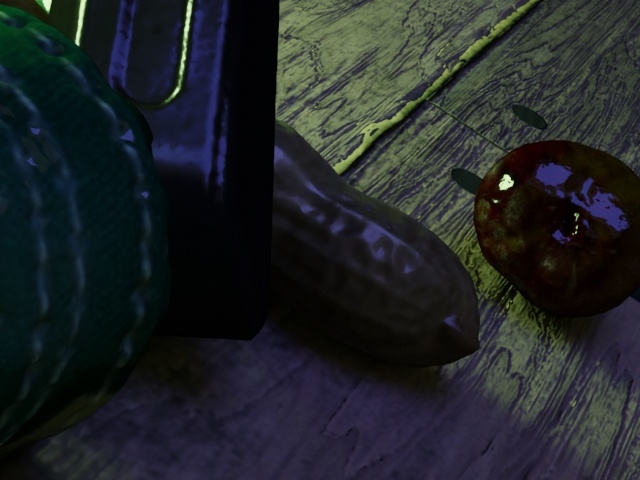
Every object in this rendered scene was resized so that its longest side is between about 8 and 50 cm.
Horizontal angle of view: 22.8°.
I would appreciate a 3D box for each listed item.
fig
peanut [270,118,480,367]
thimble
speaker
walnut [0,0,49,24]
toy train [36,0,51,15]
[{"bbox_3d":[0.246,-0.016,1.500,0.170,0.145,0.274,40,16,15],"label":"fig"},{"bbox_3d":[0.000,0.000,1.246,0.298,0.120,0.136,36,13,4],"label":"peanut"},{"bbox_3d":[-0.229,-0.011,0.902,0.288,0.254,0.167,40,29,23],"label":"thimble"},{"bbox_3d":[-0.115,-0.139,1.113,0.180,0.184,0.388,4,59,-4],"label":"speaker"},{"bbox_3d":[-0.299,-0.160,1.205,0.245,0.137,0.137,24,27,-27],"label":"walnut"},{"bbox_3d":[-0.208,-0.190,1.400,0.149,0.081,0.099,8,36,-36],"label":"toy train"}]
